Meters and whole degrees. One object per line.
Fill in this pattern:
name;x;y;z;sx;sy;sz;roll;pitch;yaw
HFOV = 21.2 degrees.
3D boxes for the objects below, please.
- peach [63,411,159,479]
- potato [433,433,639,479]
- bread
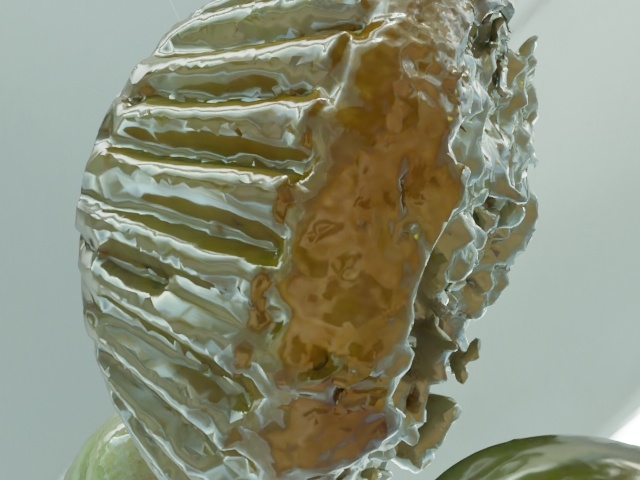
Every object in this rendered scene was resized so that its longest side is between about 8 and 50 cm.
peach;-0.065;0.209;1.203;0.235;0.214;0.214;2;-72;-14
potato;0.073;0.138;0.368;0.154;0.200;0.137;-27;-39;-37
bread;0.000;0.000;0.681;0.149;0.274;0.274;15;-73;13
